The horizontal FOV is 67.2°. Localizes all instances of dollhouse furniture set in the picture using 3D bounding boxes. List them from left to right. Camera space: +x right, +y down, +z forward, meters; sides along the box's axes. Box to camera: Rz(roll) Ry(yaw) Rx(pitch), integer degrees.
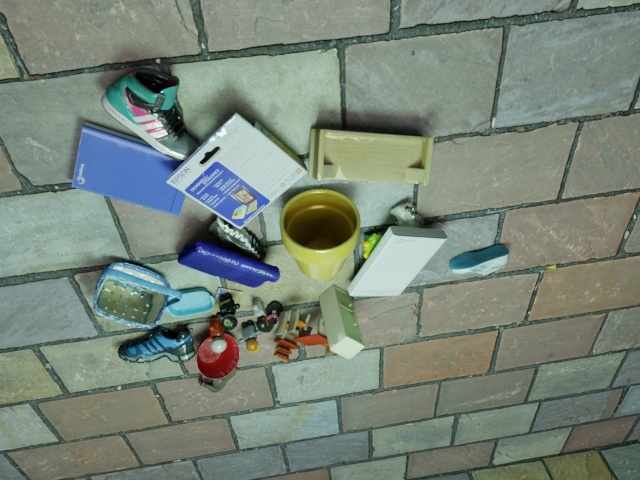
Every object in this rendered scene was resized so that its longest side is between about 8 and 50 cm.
[{"bbox_3d":[-0.066,0.390,1.867,0.262,0.135,0.259,31,147,-29],"label":"dollhouse furniture set"}]

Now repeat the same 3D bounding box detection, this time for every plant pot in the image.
[{"bbox_3d":[0.000,0.000,1.586,0.253,0.254,0.239,-7,145,-4],"label":"plant pot"}]

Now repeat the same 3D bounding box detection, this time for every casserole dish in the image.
[{"bbox_3d":[-0.488,0.227,1.798,0.188,0.037,0.114,-10,129,-2],"label":"casserole dish"}]

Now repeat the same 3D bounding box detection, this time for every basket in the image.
[{"bbox_3d":[-0.628,0.178,1.609,0.254,0.201,0.288,27,150,-28],"label":"basket"}]

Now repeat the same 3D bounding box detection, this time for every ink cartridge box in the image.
[{"bbox_3d":[-0.249,-0.208,1.447,0.303,0.072,0.307,-37,132,18],"label":"ink cartridge box"}]

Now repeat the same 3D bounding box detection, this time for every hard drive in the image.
[{"bbox_3d":[-0.555,-0.204,1.442,0.318,0.040,0.210,16,124,-21],"label":"hard drive"},{"bbox_3d":[0.271,0.086,1.746,0.232,0.047,0.353,3,138,-26],"label":"hard drive"}]

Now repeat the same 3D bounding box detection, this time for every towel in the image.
[{"bbox_3d":[-0.310,0.076,1.635,0.308,0.076,0.227,22,157,-27],"label":"towel"}]

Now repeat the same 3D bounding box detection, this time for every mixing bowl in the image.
[{"bbox_3d":[-0.425,0.451,1.925,0.181,0.098,0.182,-3,95,-34],"label":"mixing bowl"}]

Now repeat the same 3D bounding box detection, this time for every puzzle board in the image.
[{"bbox_3d":[-0.359,0.233,1.841,0.096,0.011,0.128,14,124,-18],"label":"puzzle board"}]

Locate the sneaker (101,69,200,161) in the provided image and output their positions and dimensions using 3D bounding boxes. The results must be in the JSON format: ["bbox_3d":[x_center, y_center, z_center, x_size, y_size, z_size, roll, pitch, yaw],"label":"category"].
[{"bbox_3d":[-0.416,-0.351,1.305,0.295,0.124,0.178,34,125,-29],"label":"sneaker"}]

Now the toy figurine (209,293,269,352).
[{"bbox_3d":[-0.306,0.323,1.818,0.209,0.148,0.213,12,124,-28],"label":"toy figurine"}]

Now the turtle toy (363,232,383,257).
[{"bbox_3d":[0.193,0.024,1.732,0.095,0.066,0.130,-11,130,-8],"label":"turtle toy"}]

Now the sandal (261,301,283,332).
[{"bbox_3d":[-0.193,0.314,1.913,0.067,0.040,0.179,12,125,-18],"label":"sandal"}]

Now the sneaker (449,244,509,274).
[{"bbox_3d":[0.608,0.093,1.847,0.228,0.088,0.092,-13,131,3],"label":"sneaker"}]

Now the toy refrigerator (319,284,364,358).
[{"bbox_3d":[0.079,0.297,1.798,0.102,0.270,0.094,33,114,-29],"label":"toy refrigerator"}]

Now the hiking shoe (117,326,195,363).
[{"bbox_3d":[-0.641,0.401,1.887,0.303,0.113,0.132,-2,98,0],"label":"hiking shoe"}]

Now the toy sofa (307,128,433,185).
[{"bbox_3d":[0.146,-0.257,1.473,0.361,0.177,0.150,1,103,-10],"label":"toy sofa"}]

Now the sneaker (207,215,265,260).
[{"bbox_3d":[-0.289,0.002,1.632,0.106,0.078,0.234,-31,126,22],"label":"sneaker"}]

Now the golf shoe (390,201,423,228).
[{"bbox_3d":[0.309,-0.066,1.698,0.085,0.069,0.176,-10,135,32],"label":"golf shoe"}]

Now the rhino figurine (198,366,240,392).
[{"bbox_3d":[-0.419,0.564,2.053,0.106,0.073,0.243,30,116,-24],"label":"rhino figurine"}]
